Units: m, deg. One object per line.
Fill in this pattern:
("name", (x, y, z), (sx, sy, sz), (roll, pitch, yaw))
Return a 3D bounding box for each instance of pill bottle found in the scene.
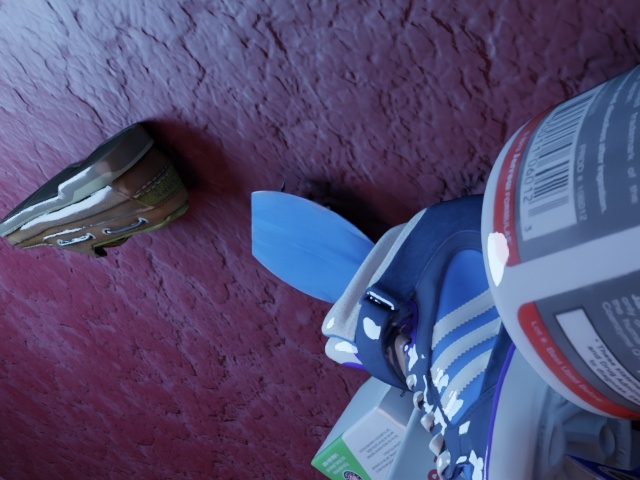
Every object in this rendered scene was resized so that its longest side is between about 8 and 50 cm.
("pill bottle", (0.273, -0.028, 0.535), (0.210, 0.210, 0.363), (46, 147, -14))

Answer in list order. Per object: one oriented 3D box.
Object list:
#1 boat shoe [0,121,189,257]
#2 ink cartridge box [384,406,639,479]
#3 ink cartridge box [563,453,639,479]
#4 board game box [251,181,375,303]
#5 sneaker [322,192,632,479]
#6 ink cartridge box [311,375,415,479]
("boat shoe", (-0.255, -0.026, 1.131), (0.104, 0.110, 0.307), (50, 145, -17))
("ink cartridge box", (0.218, 0.279, 0.783), (0.385, 0.279, 0.160), (16, 120, 12))
("ink cartridge box", (0.352, 0.178, 0.648), (0.371, 0.069, 0.176), (15, -177, -24))
("board game box", (0.000, 0.000, 0.997), (0.133, 0.033, 0.168), (24, 150, 11))
("sneaker", (0.098, 0.113, 0.781), (0.236, 0.322, 0.130), (-16, 142, 41))
("ink cartridge box", (0.162, 0.245, 1.062), (0.289, 0.121, 0.211), (37, 147, 1))
